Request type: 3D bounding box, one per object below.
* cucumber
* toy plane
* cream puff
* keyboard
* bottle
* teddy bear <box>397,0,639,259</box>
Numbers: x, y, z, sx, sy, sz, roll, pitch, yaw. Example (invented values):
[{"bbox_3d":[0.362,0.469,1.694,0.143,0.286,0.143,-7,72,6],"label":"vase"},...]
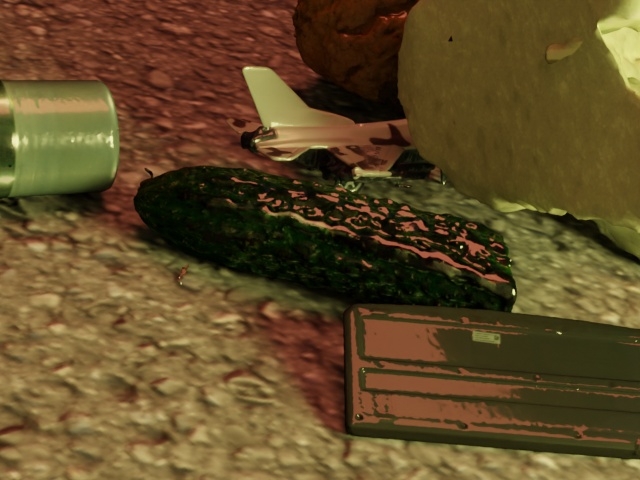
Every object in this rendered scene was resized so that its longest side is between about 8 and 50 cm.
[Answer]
[{"bbox_3d":[0.000,-0.001,1.128,0.265,0.077,0.077,15,29,8],"label":"cucumber"},{"bbox_3d":[0.035,-0.066,1.269,0.234,0.082,0.160,11,15,-29],"label":"toy plane"},{"bbox_3d":[0.094,-0.167,1.381,0.169,0.183,0.183,40,39,24],"label":"cream puff"},{"bbox_3d":[0.097,0.080,1.035,0.381,0.041,0.103,10,49,-12],"label":"keyboard"},{"bbox_3d":[-0.278,-0.065,1.146,0.286,0.082,0.082,-4,31,-22],"label":"bottle"},{"bbox_3d":[0.252,-0.141,1.215,0.362,0.327,0.375,-12,4,-29],"label":"teddy bear"}]
